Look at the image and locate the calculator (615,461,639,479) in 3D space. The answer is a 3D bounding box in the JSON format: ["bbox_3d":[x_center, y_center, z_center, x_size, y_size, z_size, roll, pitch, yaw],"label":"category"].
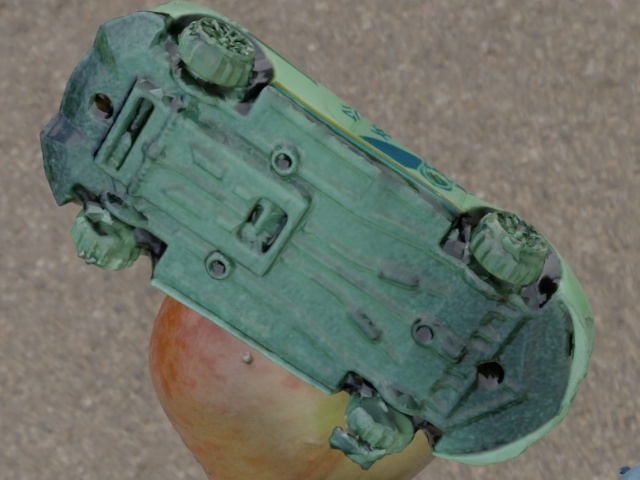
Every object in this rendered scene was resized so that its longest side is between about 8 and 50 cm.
[{"bbox_3d":[0.214,0.187,0.542,0.293,0.173,0.051,38,111,0],"label":"calculator"}]

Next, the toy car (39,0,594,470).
[{"bbox_3d":[0.000,0.000,0.476,0.186,0.058,0.093,34,113,1],"label":"toy car"}]

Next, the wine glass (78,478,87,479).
[{"bbox_3d":[-0.181,0.348,1.652,0.222,0.103,0.103,26,67,-15],"label":"wine glass"}]

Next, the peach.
[{"bbox_3d":[-0.023,0.091,1.054,0.233,0.232,0.232,-8,60,14],"label":"peach"}]
